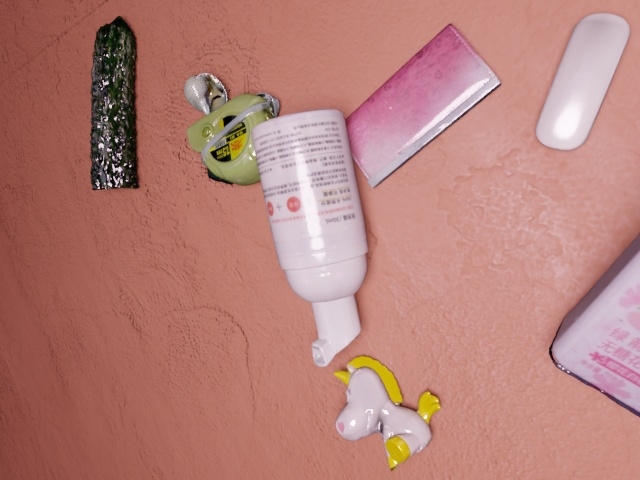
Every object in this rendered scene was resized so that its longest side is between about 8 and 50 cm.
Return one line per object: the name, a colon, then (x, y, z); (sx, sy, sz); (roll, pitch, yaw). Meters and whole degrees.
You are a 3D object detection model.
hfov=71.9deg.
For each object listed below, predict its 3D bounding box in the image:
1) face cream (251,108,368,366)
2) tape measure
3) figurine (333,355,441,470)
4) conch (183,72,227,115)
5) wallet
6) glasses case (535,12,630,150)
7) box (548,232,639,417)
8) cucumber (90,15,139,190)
face cream: (0.000, 0.000, 0.683); (0.145, 0.145, 0.370); (-8, 97, 29)
tape measure: (-0.140, -0.172, 0.775); (0.177, 0.087, 0.154); (-26, 70, 26)
figurine: (0.091, 0.267, 0.698); (0.178, 0.109, 0.130); (27, 80, 24)
conch: (-0.210, -0.271, 0.824); (0.076, 0.056, 0.085); (-26, 112, 11)
wallet: (0.134, -0.196, 0.660); (0.232, 0.025, 0.119); (-38, 77, 26)
glasses case: (0.323, -0.194, 0.549); (0.063, 0.041, 0.164); (21, 104, 24)
box: (0.390, 0.044, 0.407); (0.190, 0.112, 0.370); (33, 142, 21)
cucumber: (-0.433, -0.284, 0.920); (0.096, 0.096, 0.359); (5, 98, 28)
